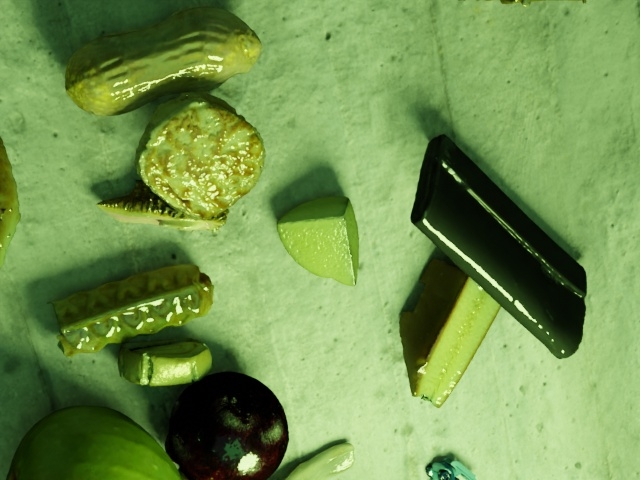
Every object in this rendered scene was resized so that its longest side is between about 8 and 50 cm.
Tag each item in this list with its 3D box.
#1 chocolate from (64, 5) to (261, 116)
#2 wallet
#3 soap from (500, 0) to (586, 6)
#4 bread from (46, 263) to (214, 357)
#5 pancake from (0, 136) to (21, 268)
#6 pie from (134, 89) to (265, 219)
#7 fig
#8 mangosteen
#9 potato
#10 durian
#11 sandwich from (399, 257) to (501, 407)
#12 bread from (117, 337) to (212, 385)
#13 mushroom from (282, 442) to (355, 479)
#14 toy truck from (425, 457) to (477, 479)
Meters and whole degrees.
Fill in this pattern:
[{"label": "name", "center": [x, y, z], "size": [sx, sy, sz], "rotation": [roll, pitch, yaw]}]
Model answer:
[{"label": "chocolate", "center": [-0.245, -0.281, 1.749], "size": [0.309, 0.134, 0.134], "rotation": [-16, 107, -11]}, {"label": "wallet", "center": [0.321, 0.011, 1.973], "size": [0.406, 0.062, 0.228], "rotation": [42, 43, -23]}, {"label": "soap", "center": [0.303, -0.539, 1.782], "size": [0.156, 0.293, 0.334], "rotation": [-5, 102, -16]}, {"label": "bread", "center": [-0.303, 0.110, 1.842], "size": [0.270, 0.098, 0.087], "rotation": [-16, 149, -14]}, {"label": "pancake", "center": [-0.567, -0.070, 1.732], "size": [0.197, 0.054, 0.376], "rotation": [-12, 105, -15]}, {"label": "pie", "center": [-0.186, -0.132, 1.751], "size": [0.205, 0.084, 0.179], "rotation": [35, 96, -29]}, {"label": "fig", "center": [-0.346, 0.417, 1.795], "size": [0.316, 0.316, 0.316], "rotation": [-4, 104, -17]}, {"label": "mangosteen", "center": [-0.167, 0.342, 1.892], "size": [0.211, 0.211, 0.250], "rotation": [14, 127, -21]}, {"label": "potato", "center": [0.000, 0.000, 1.938], "size": [0.120, 0.081, 0.149], "rotation": [-2, 124, 13]}, {"label": "durian", "center": [-0.247, -0.065, 1.823], "size": [0.224, 0.078, 0.140], "rotation": [-9, 105, -18]}, {"label": "sandwich", "center": [0.215, 0.166, 2.004], "size": [0.122, 0.128, 0.235], "rotation": [30, 90, -28]}, {"label": "bread", "center": [-0.255, 0.201, 1.861], "size": [0.156, 0.117, 0.064], "rotation": [-1, 101, -18]}, {"label": "mushroom", "center": [-0.025, 0.426, 2.030], "size": [0.202, 0.054, 0.059], "rotation": [-31, 116, -15]}, {"label": "toy truck", "center": [0.249, 0.446, 2.121], "size": [0.090, 0.056, 0.073], "rotation": [-12, 100, -28]}]
